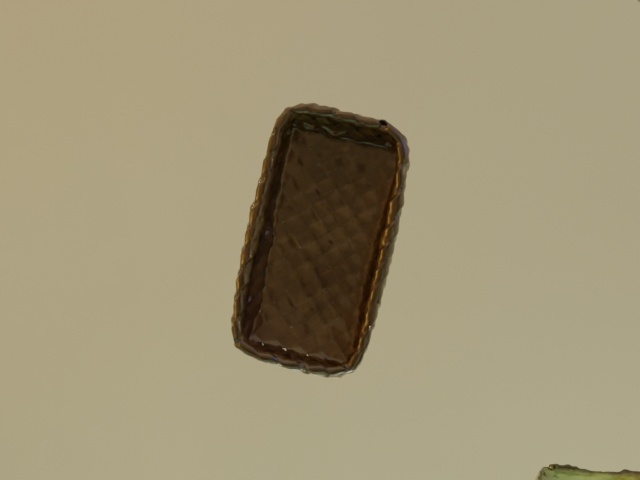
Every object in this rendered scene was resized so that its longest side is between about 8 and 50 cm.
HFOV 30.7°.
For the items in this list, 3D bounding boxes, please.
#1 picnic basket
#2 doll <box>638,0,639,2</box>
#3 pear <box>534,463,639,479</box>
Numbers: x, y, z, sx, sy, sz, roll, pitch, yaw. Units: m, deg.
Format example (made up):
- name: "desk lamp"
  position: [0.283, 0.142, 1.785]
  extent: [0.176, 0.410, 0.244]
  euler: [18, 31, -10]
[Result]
- name: "picnic basket"
  position: [0.000, 0.000, 0.864]
  extent: [0.110, 0.055, 0.193]
  euler: [14, -90, 3]
- name: "doll"
  position: [0.175, -0.133, 0.472]
  extent: [0.085, 0.114, 0.152]
  euler: [61, -20, -17]
- name: "pear"
  position: [0.284, 0.305, 0.867]
  extent: [0.292, 0.159, 0.292]
  euler: [3, -71, 9]
